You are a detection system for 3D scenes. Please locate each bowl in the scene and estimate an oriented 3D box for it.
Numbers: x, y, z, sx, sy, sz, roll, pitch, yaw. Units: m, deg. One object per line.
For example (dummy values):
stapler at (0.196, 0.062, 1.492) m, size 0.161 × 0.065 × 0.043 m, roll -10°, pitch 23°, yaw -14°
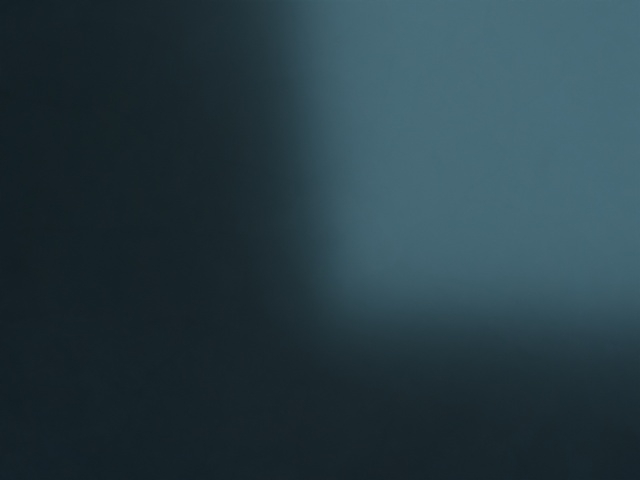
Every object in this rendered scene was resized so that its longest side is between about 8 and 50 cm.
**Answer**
bowl at (0.000, 0.000, 0.412) m, size 0.391 × 0.077 × 0.391 m, roll 0°, pitch 86°, yaw 6°
